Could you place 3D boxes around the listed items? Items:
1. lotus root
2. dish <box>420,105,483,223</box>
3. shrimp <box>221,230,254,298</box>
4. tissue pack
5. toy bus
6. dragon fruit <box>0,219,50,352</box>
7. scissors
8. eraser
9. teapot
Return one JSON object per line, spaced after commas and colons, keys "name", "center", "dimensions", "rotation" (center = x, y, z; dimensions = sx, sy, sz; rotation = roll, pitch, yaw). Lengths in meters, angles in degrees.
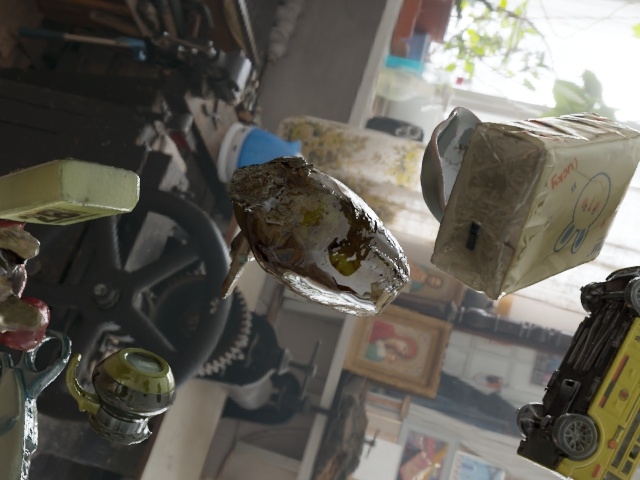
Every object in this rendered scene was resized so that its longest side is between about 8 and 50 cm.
{"name": "lotus root", "center": [0.000, 0.000, 1.089], "dimensions": [0.179, 0.196, 0.397], "rotation": [-52, 138, -1]}
{"name": "dish", "center": [0.208, -0.082, 1.053], "dimensions": [0.229, 0.081, 0.229], "rotation": [18, 65, -44]}
{"name": "shrimp", "center": [-0.152, 0.041, 1.266], "dimensions": [0.143, 0.052, 0.251], "rotation": [-65, -177, -12]}
{"name": "tissue pack", "center": [0.208, -0.039, 0.653], "dimensions": [0.196, 0.092, 0.148], "rotation": [-15, 127, -43]}
{"name": "toy bus", "center": [0.427, 0.201, 1.021], "dimensions": [0.330, 0.152, 0.144], "rotation": [-59, -176, -9]}
{"name": "dragon fruit", "center": [-0.292, 0.053, 0.508], "dimensions": [0.262, 0.212, 0.134], "rotation": [-19, 98, -64]}
{"name": "scissors", "center": [-0.331, 0.203, 0.753], "dimensions": [0.289, 0.138, 0.041], "rotation": [-121, -173, -55]}
{"name": "eraser", "center": [-0.333, -0.059, 0.910], "dimensions": [0.117, 0.172, 0.058], "rotation": [10, 76, -51]}
{"name": "teapot", "center": [-0.304, 0.228, 1.055], "dimensions": [0.130, 0.166, 0.119], "rotation": [-114, -133, -74]}
